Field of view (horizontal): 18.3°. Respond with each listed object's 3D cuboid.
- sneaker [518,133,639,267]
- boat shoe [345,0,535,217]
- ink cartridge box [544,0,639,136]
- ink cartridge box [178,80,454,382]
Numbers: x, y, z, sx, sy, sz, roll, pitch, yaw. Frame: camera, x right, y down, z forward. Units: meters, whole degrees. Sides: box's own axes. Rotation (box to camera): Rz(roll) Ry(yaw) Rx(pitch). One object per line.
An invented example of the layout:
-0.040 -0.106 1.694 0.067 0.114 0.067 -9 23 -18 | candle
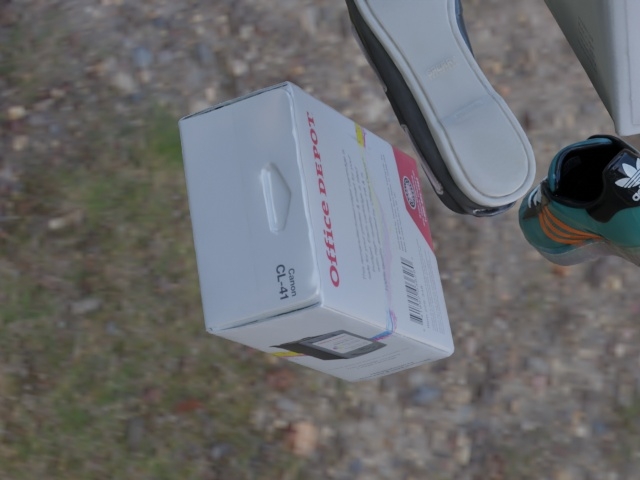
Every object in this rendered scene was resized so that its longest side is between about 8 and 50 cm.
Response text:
0.258 -0.049 1.902 0.121 0.302 0.108 47 76 -15 | sneaker
0.083 -0.173 1.770 0.112 0.095 0.335 -23 88 -23 | boat shoe
0.119 -0.241 0.752 0.130 0.309 0.272 -13 127 -4 | ink cartridge box
0.000 0.000 1.939 0.306 0.131 0.226 24 52 -59 | ink cartridge box
